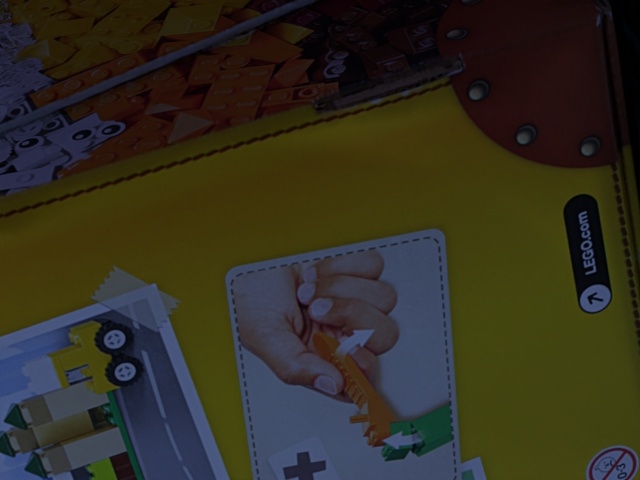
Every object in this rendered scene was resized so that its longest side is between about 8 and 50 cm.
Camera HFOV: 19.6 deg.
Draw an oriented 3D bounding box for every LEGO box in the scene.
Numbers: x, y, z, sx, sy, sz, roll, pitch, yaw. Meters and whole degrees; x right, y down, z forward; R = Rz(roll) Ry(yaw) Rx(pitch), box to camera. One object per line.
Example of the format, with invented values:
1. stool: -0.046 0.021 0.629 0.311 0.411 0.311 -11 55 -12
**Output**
1. LEGO box: -0.044 0.130 0.817 0.193 0.372 0.500 -114 9 -58
